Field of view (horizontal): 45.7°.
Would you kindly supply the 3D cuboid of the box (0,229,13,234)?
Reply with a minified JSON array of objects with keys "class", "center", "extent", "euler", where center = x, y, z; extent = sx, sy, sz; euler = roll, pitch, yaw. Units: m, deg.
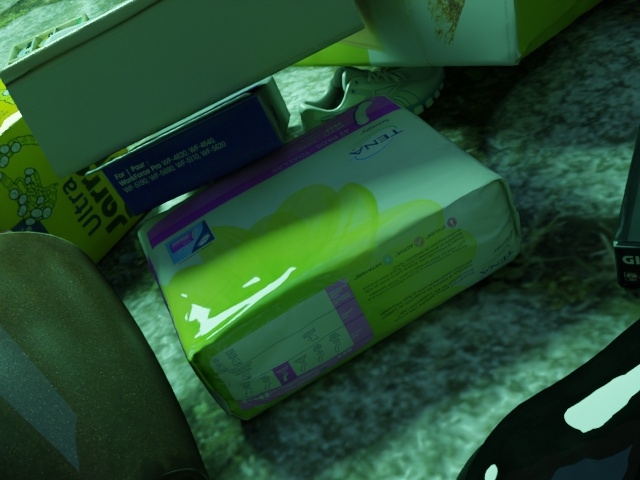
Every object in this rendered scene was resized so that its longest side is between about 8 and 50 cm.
[{"class":"box","center":[-0.387,0.109,0.750],"extent":[0.232,0.127,0.149],"euler":[-18,38,9]}]

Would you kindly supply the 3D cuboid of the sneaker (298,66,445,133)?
[{"class":"sneaker","center":[0.058,-0.170,0.867],"extent":[0.190,0.083,0.071],"euler":[-33,36,-11]}]

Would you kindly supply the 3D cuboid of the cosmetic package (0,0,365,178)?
[{"class":"cosmetic package","center":[-0.120,-0.183,0.723],"extent":[0.309,0.113,0.160],"euler":[-26,13,8]}]

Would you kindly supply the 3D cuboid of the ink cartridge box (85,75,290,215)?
[{"class":"ink cartridge box","center":[-0.119,-0.105,0.799],"extent":[0.165,0.065,0.333],"euler":[-24,13,7]}]

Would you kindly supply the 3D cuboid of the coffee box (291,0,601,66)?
[{"class":"coffee box","center":[0.126,-0.405,0.838],"extent":[0.334,0.338,0.338],"euler":[10,34,37]}]

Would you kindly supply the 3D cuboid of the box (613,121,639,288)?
[{"class":"box","center":[0.337,-0.051,0.593],"extent":[0.175,0.051,0.220],"euler":[3,45,31]}]

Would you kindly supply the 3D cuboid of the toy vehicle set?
[{"class":"toy vehicle set","center":[-0.507,-0.330,1.412],"extent":[0.166,0.035,0.267],"euler":[-23,38,3]}]

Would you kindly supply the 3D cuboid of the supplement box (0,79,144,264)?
[{"class":"supplement box","center":[-0.416,-0.077,0.932],"extent":[0.356,0.194,0.195],"euler":[10,50,36]}]

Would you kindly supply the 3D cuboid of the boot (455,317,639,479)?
[{"class":"boot","center":[0.197,0.034,0.399],"extent":[0.348,0.260,0.131],"euler":[-29,38,-6]}]

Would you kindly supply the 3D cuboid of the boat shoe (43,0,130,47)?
[{"class":"boat shoe","center":[-0.333,-0.333,1.280],"extent":[0.267,0.096,0.088],"euler":[-30,4,-18]}]

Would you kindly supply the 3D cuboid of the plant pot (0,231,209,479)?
[{"class":"plant pot","center":[-0.194,0.142,0.564],"extent":[0.215,0.215,0.230],"euler":[-41,54,-20]}]

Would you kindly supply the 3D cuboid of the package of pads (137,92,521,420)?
[{"class":"package of pads","center":[0.000,0.000,0.682],"extent":[0.296,0.101,0.229],"euler":[-31,37,-6]}]
